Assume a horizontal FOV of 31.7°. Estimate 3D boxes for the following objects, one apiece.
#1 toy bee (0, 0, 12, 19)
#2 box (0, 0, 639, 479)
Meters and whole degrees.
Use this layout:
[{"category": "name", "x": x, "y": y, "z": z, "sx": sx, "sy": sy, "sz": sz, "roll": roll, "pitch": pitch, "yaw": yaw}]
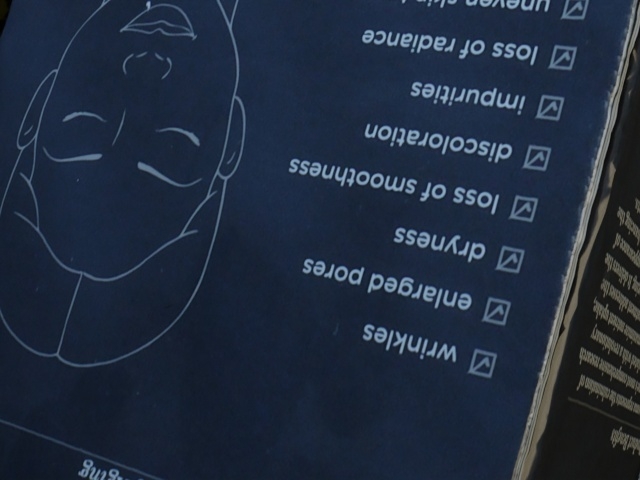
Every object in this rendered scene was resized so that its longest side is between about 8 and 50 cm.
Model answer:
[{"category": "toy bee", "x": -0.322, "y": -0.211, "z": 0.764, "sx": 0.298, "sy": 0.162, "sz": 0.195, "roll": 64, "pitch": 14, "yaw": -63}, {"category": "box", "x": 0.000, "y": 0.000, "z": 0.820, "sx": 0.297, "sy": 0.479, "sz": 0.472, "roll": 30, "pitch": 75, "yaw": -59}]
